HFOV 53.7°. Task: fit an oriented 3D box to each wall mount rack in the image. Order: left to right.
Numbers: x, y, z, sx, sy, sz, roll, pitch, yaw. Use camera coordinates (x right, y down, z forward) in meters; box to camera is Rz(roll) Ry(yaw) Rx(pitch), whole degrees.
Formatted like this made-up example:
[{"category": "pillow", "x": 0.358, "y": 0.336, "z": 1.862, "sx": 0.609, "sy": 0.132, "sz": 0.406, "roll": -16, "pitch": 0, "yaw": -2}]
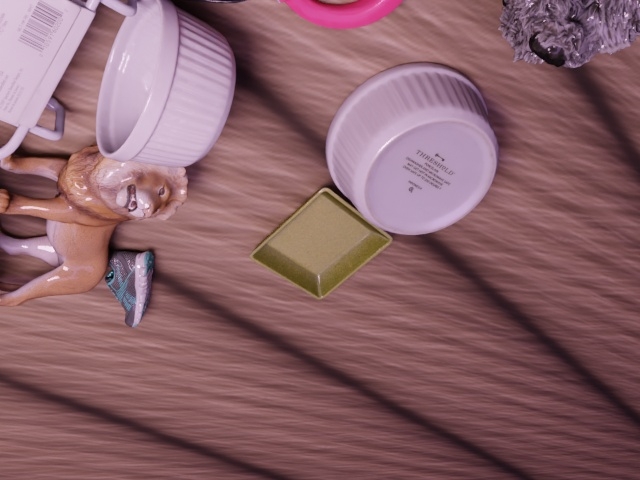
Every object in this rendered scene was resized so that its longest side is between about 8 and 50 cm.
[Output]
[{"category": "wall mount rack", "x": -0.398, "y": -0.270, "z": 0.722, "sx": 0.304, "sy": 0.131, "sz": 0.350, "roll": 24, "pitch": 120, "yaw": -36}]

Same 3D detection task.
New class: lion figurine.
[{"category": "lion figurine", "x": -0.366, "y": -0.014, "z": 0.955, "sx": 0.240, "sy": 0.142, "sz": 0.392, "roll": 7, "pitch": 145, "yaw": -30}]

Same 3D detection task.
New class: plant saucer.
[{"category": "plant saucer", "x": 0.000, "y": 0.000, "z": 1.115, "sx": 0.188, "sy": 0.045, "sz": 0.188, "roll": -41, "pitch": 128, "yaw": 20}]

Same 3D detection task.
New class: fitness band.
[{"category": "fitness band", "x": 0.021, "y": -0.401, "z": 0.774, "sx": 0.208, "sy": 0.054, "sz": 0.291, "roll": -18, "pitch": 133, "yaw": -4}]

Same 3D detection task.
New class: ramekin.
[{"category": "ramekin", "x": -0.194, "y": -0.190, "z": 0.796, "sx": 0.109, "sy": 0.207, "sz": 0.207, "roll": 13, "pitch": 126, "yaw": -37}, {"category": "ramekin", "x": 0.151, "y": -0.128, "z": 0.992, "sx": 0.272, "sy": 0.127, "sz": 0.273, "roll": -8, "pitch": 132, "yaw": -9}]

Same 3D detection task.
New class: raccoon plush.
[{"category": "raccoon plush", "x": 0.341, "y": -0.422, "z": 0.745, "sx": 0.446, "sy": 0.216, "sz": 0.299, "roll": -28, "pitch": 127, "yaw": 7}]

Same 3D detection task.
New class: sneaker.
[{"category": "sneaker", "x": -0.333, "y": 0.079, "z": 1.090, "sx": 0.076, "sy": 0.065, "sz": 0.167, "roll": 13, "pitch": 124, "yaw": -5}]

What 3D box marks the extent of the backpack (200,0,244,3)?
[{"category": "backpack", "x": -0.129, "y": -0.336, "z": 0.753, "sx": 0.120, "sy": 0.098, "sz": 0.101, "roll": 1, "pitch": 126, "yaw": -15}]
